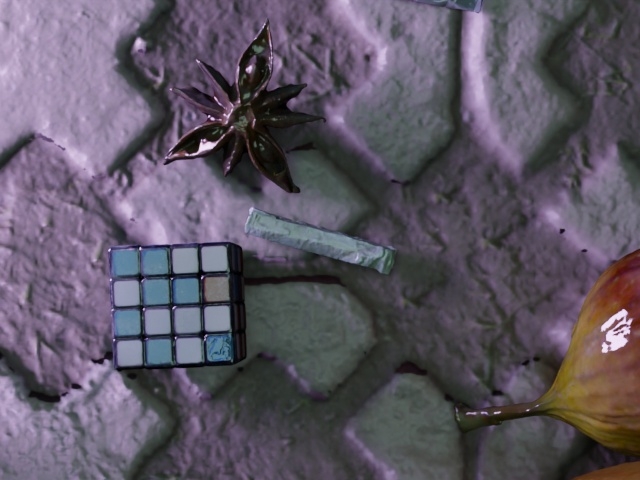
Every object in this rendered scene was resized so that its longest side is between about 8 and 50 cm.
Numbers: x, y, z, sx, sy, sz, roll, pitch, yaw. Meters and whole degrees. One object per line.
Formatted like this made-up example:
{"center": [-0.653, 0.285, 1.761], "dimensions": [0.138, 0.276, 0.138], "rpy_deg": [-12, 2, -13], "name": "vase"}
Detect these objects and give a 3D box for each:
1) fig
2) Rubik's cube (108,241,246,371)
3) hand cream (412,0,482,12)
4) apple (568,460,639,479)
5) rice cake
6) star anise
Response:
{"center": [0.225, 0.100, 1.003], "dimensions": [0.143, 0.231, 0.160], "rpy_deg": [-26, 88, -42], "name": "fig"}
{"center": [-0.106, 0.049, 1.016], "dimensions": [0.092, 0.092, 0.092], "rpy_deg": [-3, 88, 2], "name": "Rubik's cube"}
{"center": [0.084, -0.200, 1.060], "dimensions": [0.093, 0.019, 0.030], "rpy_deg": [8, 86, -5], "name": "hand cream"}
{"center": [0.242, 0.307, 0.874], "dimensions": [0.305, 0.338, 0.338], "rpy_deg": [-36, 87, 12], "name": "apple"}
{"center": [0.000, 0.000, 1.050], "dimensions": [0.121, 0.021, 0.022], "rpy_deg": [16, 99, 2], "name": "rice cake"}
{"center": [-0.056, -0.108, 1.036], "dimensions": [0.124, 0.056, 0.129], "rpy_deg": [12, 103, 0], "name": "star anise"}
